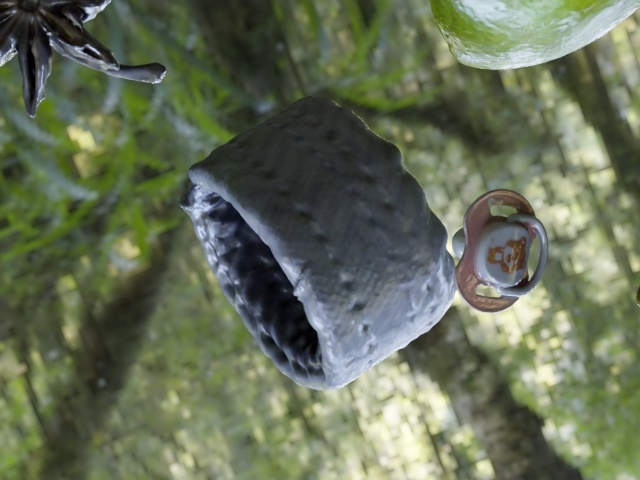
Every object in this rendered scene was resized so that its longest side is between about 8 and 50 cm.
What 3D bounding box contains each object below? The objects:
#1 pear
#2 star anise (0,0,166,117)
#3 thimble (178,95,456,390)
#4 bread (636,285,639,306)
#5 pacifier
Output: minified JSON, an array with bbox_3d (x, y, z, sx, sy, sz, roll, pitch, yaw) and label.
[{"bbox_3d":[0.215,-0.241,1.577,0.239,0.288,0.139,-8,-125,14],"label":"pear"},{"bbox_3d":[-0.266,-0.215,1.761,0.209,0.231,0.089,-36,-173,-1],"label":"star anise"},{"bbox_3d":[0.000,0.000,1.640,0.157,0.245,0.217,-31,156,-21],"label":"thimble"},{"bbox_3d":[0.435,0.046,1.570,0.250,0.225,0.279,-44,-148,-22],"label":"bread"},{"bbox_3d":[0.136,0.007,1.462,0.081,0.099,0.078,8,-177,-31],"label":"pacifier"}]
